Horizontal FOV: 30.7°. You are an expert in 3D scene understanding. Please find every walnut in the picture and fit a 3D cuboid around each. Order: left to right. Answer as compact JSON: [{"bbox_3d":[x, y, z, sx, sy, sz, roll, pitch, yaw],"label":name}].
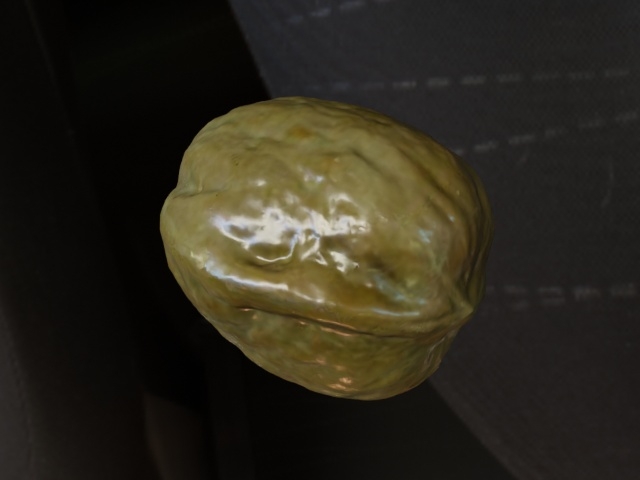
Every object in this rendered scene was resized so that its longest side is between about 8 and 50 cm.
[{"bbox_3d":[0.000,0.000,0.939,0.283,0.227,0.283,16,-165,-4],"label":"walnut"}]
